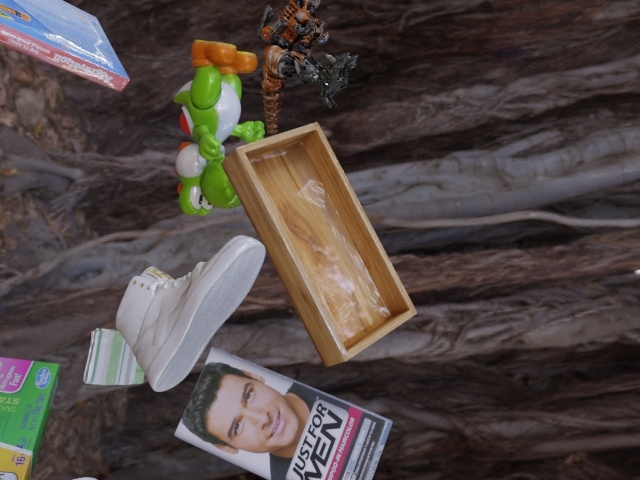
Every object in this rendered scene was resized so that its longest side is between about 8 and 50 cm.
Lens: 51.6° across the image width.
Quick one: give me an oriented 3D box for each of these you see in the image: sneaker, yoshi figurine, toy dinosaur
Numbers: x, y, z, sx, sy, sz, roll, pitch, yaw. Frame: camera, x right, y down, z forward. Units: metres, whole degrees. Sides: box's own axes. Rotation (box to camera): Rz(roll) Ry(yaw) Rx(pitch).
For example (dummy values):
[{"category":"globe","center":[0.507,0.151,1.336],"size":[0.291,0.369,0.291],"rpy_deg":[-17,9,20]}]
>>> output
[{"category":"sneaker","center":[-0.223,0.075,1.047],"size":[0.169,0.293,0.108],"rpy_deg":[44,14,28]},{"category":"yoshi figurine","center":[-0.199,-0.220,1.386],"size":[0.203,0.203,0.363],"rpy_deg":[-150,-111,-65]},{"category":"toy dinosaur","center":[-0.044,-0.391,1.429],"size":[0.164,0.218,0.322],"rpy_deg":[-61,173,-51]}]

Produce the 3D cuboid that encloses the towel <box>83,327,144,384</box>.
[{"category":"towel","center":[-0.424,0.246,1.386],"size":[0.152,0.023,0.113],"rpy_deg":[21,77,-57]}]

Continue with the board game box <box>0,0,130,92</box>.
[{"category":"board game box","center":[-0.367,-0.274,0.780],"size":[0.281,0.027,0.145],"rpy_deg":[16,34,-53]}]

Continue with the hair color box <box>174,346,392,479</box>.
[{"category":"hair color box","center":[-0.070,0.364,1.279],"size":[0.113,0.374,0.186],"rpy_deg":[53,58,-70]}]

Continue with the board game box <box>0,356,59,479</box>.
[{"category":"board game box","center":[-0.583,0.278,0.989],"size":[0.242,0.316,0.064],"rpy_deg":[-95,-161,-48]}]

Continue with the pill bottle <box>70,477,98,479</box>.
[{"category":"pill bottle","center":[-0.365,0.476,1.028],"size":[0.108,0.108,0.194],"rpy_deg":[85,-20,-48]}]

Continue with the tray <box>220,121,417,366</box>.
[{"category":"tray","center":[0.000,0.000,1.218],"size":[0.076,0.202,0.411],"rpy_deg":[-31,-94,51]}]
